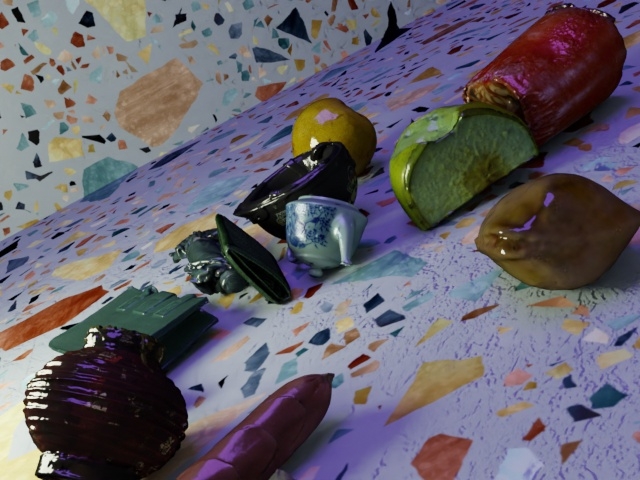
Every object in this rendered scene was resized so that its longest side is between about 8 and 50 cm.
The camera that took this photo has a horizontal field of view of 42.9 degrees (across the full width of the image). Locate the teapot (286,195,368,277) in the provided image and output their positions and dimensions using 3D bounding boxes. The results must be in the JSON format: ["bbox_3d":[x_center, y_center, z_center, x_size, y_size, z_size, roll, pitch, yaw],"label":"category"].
[{"bbox_3d":[0.000,0.000,1.541,0.159,0.159,0.232,-36,15,-26],"label":"teapot"}]

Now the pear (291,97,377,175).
[{"bbox_3d":[0.027,-0.235,1.972,0.208,0.209,0.209,-22,20,9],"label":"pear"}]

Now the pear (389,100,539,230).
[{"bbox_3d":[0.249,-0.178,1.585,0.292,0.159,0.292,-33,16,11],"label":"pear"}]

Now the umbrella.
[{"bbox_3d":[-0.220,0.053,1.709,0.143,0.094,0.349,-24,21,-15],"label":"umbrella"}]

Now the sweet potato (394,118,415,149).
[{"bbox_3d":[0.205,-0.220,1.920,0.067,0.067,0.274,-18,25,20],"label":"sweet potato"}]

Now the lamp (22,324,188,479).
[{"bbox_3d":[-0.301,0.239,1.150,0.246,0.247,0.247,-22,20,9],"label":"lamp"}]

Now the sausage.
[{"bbox_3d":[-0.137,0.306,1.000,0.433,0.088,0.088,-37,23,-25],"label":"sausage"}]

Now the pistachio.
[{"bbox_3d":[0.330,-0.016,1.162,0.212,0.163,0.260,-5,7,-2],"label":"pistachio"}]

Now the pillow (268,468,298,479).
[{"bbox_3d":[-0.085,0.339,0.908,0.208,0.053,0.119,-37,21,-20],"label":"pillow"}]

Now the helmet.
[{"bbox_3d":[-0.034,-0.083,1.731,0.278,0.160,0.230,-32,18,18],"label":"helmet"}]

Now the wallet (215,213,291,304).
[{"bbox_3d":[-0.139,0.031,1.580,0.055,0.160,0.236,-45,21,3],"label":"wallet"}]

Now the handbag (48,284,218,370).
[{"bbox_3d":[-0.362,0.182,1.572,0.238,0.089,0.326,-38,22,-31],"label":"handbag"}]

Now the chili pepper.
[{"bbox_3d":[0.446,-0.330,1.680,0.305,0.229,0.251,-34,49,-23],"label":"chili pepper"}]
